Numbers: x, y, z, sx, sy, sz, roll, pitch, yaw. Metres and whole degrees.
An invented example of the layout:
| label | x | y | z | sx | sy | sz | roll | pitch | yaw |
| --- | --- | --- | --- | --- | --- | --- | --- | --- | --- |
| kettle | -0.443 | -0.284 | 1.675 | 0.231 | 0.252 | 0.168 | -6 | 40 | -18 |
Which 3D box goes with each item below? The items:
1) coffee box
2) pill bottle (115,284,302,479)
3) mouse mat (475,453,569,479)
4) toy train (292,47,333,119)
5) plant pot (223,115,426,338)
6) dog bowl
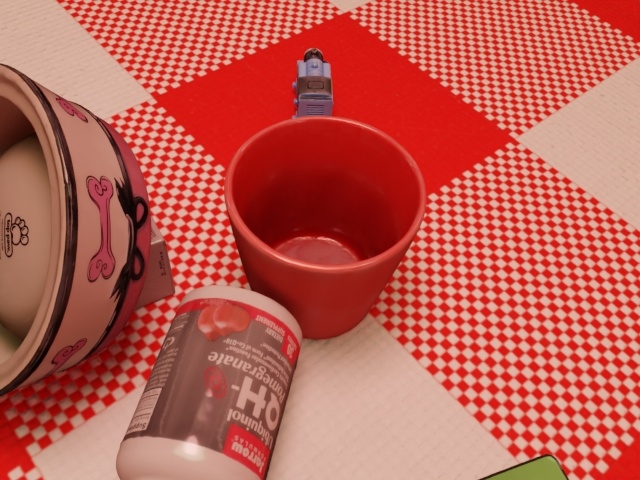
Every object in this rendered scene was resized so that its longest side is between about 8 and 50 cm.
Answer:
| label | x | y | z | sx | sy | sz | roll | pitch | yaw |
| --- | --- | --- | --- | --- | --- | --- | --- | --- | --- |
| coffee box | -0.319 | -0.030 | 1.027 | 0.098 | 0.141 | 0.246 | -22 | 57 | -21 |
| pill bottle | -0.140 | 0.228 | 0.824 | 0.176 | 0.176 | 0.319 | 12 | 52 | 4 |
| mouse mat | 0.259 | 0.370 | 0.864 | 0.189 | 0.007 | 0.153 | -13 | 55 | -17 |
| toy train | -0.012 | -0.284 | 1.276 | 0.080 | 0.105 | 0.184 | 3 | 53 | -4 |
| plant pot | 0.000 | 0.000 | 0.971 | 0.274 | 0.243 | 0.275 | 3 | 52 | -3 |
| dog bowl | -0.383 | -0.009 | 0.870 | 0.408 | 0.408 | 0.150 | 49 | 24 | 27 |
